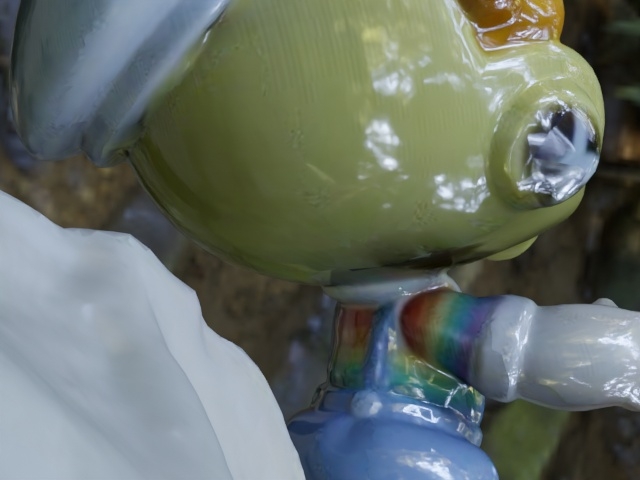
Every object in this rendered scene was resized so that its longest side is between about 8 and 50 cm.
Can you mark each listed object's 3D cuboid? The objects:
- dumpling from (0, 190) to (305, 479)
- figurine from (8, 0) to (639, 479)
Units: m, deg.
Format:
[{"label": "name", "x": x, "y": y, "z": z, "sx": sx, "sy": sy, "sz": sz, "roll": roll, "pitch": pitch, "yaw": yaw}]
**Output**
[{"label": "dumpling", "x": -0.101, "y": 0.093, "z": 0.331, "sx": 0.341, "sy": 0.181, "sz": 0.260, "roll": -33, "pitch": 108, "yaw": -34}, {"label": "figurine", "x": 0.012, "y": 0.002, "z": 0.633, "sx": 0.205, "sy": 0.224, "sz": 0.382, "roll": -14, "pitch": 82, "yaw": -21}]
